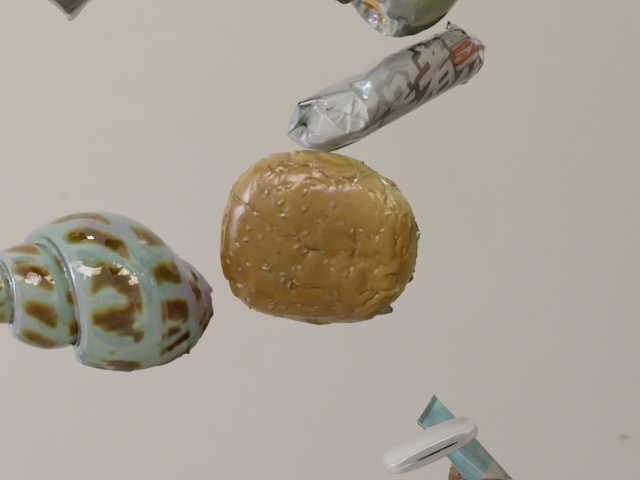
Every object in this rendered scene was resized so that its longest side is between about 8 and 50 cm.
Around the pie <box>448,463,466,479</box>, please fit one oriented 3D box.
[{"bbox_3d":[0.261,0.515,2.330,0.033,0.191,0.088,21,-18,-27],"label":"pie"}]

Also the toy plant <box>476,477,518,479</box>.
[{"bbox_3d":[0.254,0.441,1.845,0.175,0.218,0.235,26,21,21],"label":"toy plant"}]

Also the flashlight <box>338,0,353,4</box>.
[{"bbox_3d":[0.154,-0.379,1.120,0.424,0.103,0.103,-39,2,5],"label":"flashlight"}]

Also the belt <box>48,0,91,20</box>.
[{"bbox_3d":[-0.344,-0.381,1.331,0.347,0.117,0.212,42,-3,26],"label":"belt"}]

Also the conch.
[{"bbox_3d":[-0.349,0.076,1.833,0.368,0.249,0.197,-16,-28,-7],"label":"conch"}]

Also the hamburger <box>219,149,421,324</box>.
[{"bbox_3d":[-0.001,-0.001,1.770,0.283,0.259,0.144,3,18,-4],"label":"hamburger"}]

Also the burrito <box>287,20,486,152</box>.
[{"bbox_3d":[0.135,-0.250,1.910,0.445,0.101,0.139,-30,-2,-39],"label":"burrito"}]

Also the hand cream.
[{"bbox_3d":[0.296,0.418,2.275,0.070,0.312,0.111,-39,3,30],"label":"hand cream"}]

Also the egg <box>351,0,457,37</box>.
[{"bbox_3d":[0.140,-0.419,1.866,0.217,0.183,0.183,-45,12,-9],"label":"egg"}]

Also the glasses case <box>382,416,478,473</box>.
[{"bbox_3d":[0.180,0.334,2.030,0.164,0.041,0.063,-23,17,-7],"label":"glasses case"}]
